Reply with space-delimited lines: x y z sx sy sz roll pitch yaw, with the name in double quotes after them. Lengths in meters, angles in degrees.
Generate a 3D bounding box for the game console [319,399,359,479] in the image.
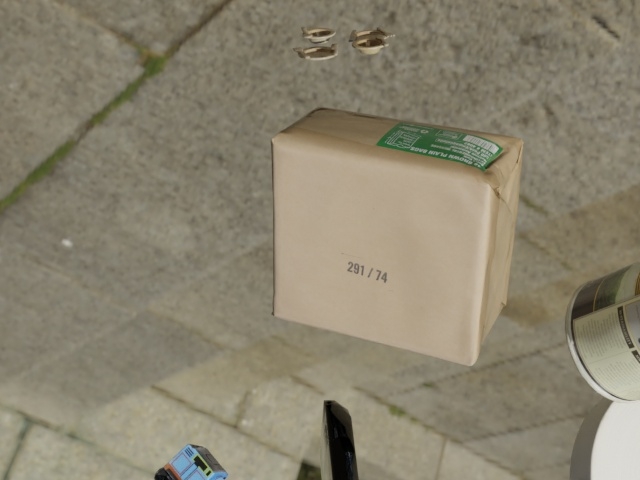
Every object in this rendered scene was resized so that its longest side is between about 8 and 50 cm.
0.020 0.412 1.613 0.044 0.213 0.361 0 126 -4 "game console"

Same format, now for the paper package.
0.101 -0.014 1.652 0.325 0.168 0.309 13 123 21 "paper package"

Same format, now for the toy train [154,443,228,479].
-0.166 0.388 1.690 0.184 0.105 0.080 47 -176 22 "toy train"

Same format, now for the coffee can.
0.522 0.112 1.683 0.201 0.201 0.275 30 149 -19 "coffee can"

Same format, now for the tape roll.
0.586 0.403 1.856 0.392 0.392 0.072 24 154 -10 "tape roll"

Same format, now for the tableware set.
0.038 -0.322 1.871 0.169 0.141 0.020 -5 116 -1 "tableware set"
